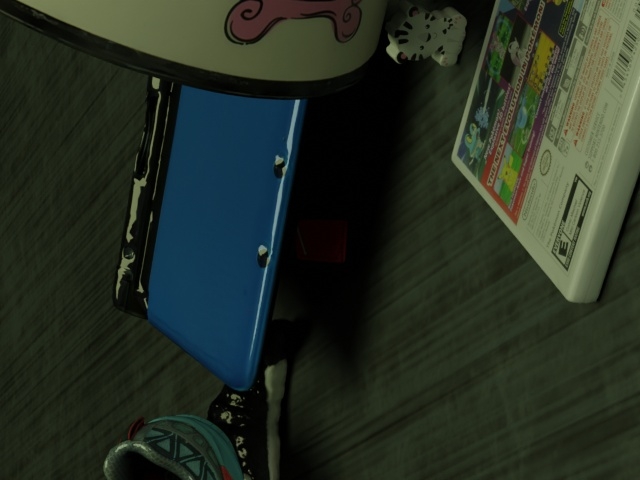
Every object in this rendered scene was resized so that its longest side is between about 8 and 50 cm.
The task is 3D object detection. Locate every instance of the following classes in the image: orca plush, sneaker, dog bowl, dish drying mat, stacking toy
[{"bbox_3d":[-0.083,0.203,1.537,0.151,0.102,0.287,-136,54,-61],"label":"orca plush"},{"bbox_3d":[-0.091,0.253,1.436,0.104,0.125,0.262,-32,74,18],"label":"sneaker"},{"bbox_3d":[-0.115,-0.263,1.204,0.150,0.408,0.408,-59,33,25],"label":"dog bowl"},{"bbox_3d":[0.000,0.000,1.492,0.083,0.008,0.032,-177,91,-67],"label":"dish drying mat"},{"bbox_3d":[0.061,-0.240,1.332,0.167,0.052,0.221,-130,49,-58],"label":"stacking toy"}]

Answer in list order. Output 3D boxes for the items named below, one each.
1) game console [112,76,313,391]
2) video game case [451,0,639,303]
[{"bbox_3d":[-0.044,-0.068,1.494,0.173,0.250,0.293,18,108,21],"label":"game console"},{"bbox_3d":[0.143,-0.094,1.155,0.183,0.023,0.201,-124,42,-55],"label":"video game case"}]
